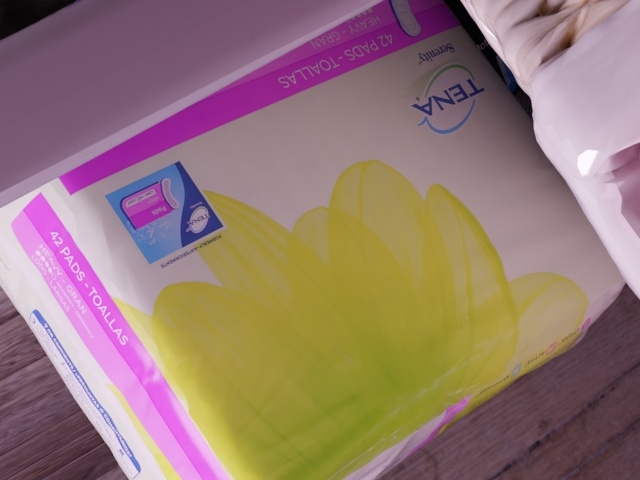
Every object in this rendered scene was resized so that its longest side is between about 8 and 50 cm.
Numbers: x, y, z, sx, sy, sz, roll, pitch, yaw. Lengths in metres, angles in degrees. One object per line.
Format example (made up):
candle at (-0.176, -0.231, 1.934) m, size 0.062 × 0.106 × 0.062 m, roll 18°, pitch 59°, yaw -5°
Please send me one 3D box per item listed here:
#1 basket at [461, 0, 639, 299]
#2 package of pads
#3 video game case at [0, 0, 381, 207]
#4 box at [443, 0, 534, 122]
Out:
basket at (0.241, -0.095, 0.600) m, size 0.331 × 0.266 × 0.328 m, roll -37°, pitch 130°, yaw 8°
package of pads at (0.000, 0.000, 0.746) m, size 0.296 × 0.229 × 0.101 m, roll -29°, pitch 170°, yaw -40°
video game case at (-0.099, -0.041, 0.471) m, size 0.329 × 0.036 × 0.300 m, roll -31°, pitch -169°, yaw -22°
box at (0.106, -0.084, 0.873) m, size 0.220 × 0.175 × 0.051 m, roll -39°, pitch 172°, yaw 30°
